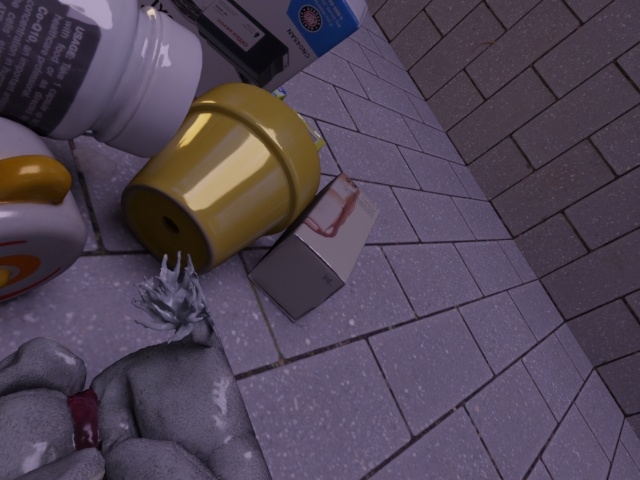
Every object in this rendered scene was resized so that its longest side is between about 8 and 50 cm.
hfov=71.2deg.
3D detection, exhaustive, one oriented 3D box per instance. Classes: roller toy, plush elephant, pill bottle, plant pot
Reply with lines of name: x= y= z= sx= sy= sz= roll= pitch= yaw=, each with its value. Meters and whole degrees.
roller toy: x=-0.344 y=-0.016 z=0.440 sx=0.209 sy=0.191 sz=0.146 roll=-26 pitch=79 yaw=-19
plush elephant: x=-0.190 y=0.202 z=0.403 sx=0.272 sy=0.255 sz=0.330 roll=34 pitch=-39 yaw=63
pill bottle: x=-0.320 y=-0.226 z=0.447 sx=0.361 sy=0.204 sz=0.204 roll=20 pitch=45 yaw=-43
plant pot: x=-0.163 y=-0.083 z=0.702 sx=0.254 sy=0.254 sz=0.239 roll=46 pitch=48 yaw=-10

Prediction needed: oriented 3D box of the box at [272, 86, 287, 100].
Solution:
box: x=-0.161 y=-0.401 z=1.170 sx=0.109 sy=0.042 sz=0.178 roll=50 pitch=34 yaw=-5

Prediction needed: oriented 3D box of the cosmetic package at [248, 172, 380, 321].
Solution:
cosmetic package: x=0.000 y=0.000 z=0.891 sx=0.129 sy=0.153 sz=0.296 roll=45 pitch=32 yaw=-8

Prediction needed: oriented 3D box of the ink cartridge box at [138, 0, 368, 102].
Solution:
ink cartridge box: x=-0.154 y=-0.427 z=0.847 sx=0.285 sy=0.395 sz=0.166 roll=48 pitch=34 yaw=-26

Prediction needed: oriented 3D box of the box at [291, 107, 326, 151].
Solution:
box: x=-0.089 y=-0.145 z=0.839 sx=0.087 sy=0.232 sz=0.058 roll=46 pitch=55 yaw=-11
